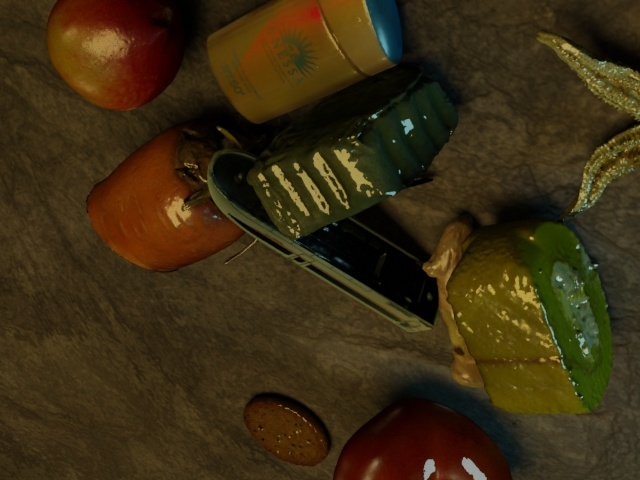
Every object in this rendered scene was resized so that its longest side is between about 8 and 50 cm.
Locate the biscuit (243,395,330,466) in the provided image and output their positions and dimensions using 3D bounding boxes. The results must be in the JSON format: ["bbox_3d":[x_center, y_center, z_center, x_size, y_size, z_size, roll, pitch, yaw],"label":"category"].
[{"bbox_3d":[-0.067,0.372,1.771,0.187,0.027,0.188,18,137,18],"label":"biscuit"}]

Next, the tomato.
[{"bbox_3d":[0.165,0.400,1.480,0.298,0.299,0.226,36,171,0],"label":"tomato"}]

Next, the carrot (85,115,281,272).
[{"bbox_3d":[-0.190,-0.065,1.327,0.331,0.193,0.214,-30,74,39],"label":"carrot"}]

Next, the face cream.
[{"bbox_3d":[-0.018,-0.248,1.147,0.285,0.067,0.139,-16,112,41],"label":"face cream"}]

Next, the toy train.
[{"bbox_3d":[0.000,0.000,1.255,0.407,0.086,0.088,33,155,-24],"label":"toy train"}]

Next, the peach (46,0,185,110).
[{"bbox_3d":[-0.263,-0.272,1.206,0.197,0.197,0.197,18,135,19],"label":"peach"}]

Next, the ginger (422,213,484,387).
[{"bbox_3d":[0.227,0.099,1.282,0.131,0.086,0.295,-15,117,8],"label":"ginger"}]

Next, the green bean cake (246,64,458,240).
[{"bbox_3d":[0.045,-0.115,1.120,0.227,0.222,0.125,-14,112,45],"label":"green bean cake"}]

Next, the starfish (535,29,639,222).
[{"bbox_3d":[0.414,-0.112,0.973,0.357,0.078,0.347,10,132,26],"label":"starfish"}]

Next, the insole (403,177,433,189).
[{"bbox_3d":[0.079,-0.064,1.214,0.053,0.152,0.002,-143,39,-74],"label":"insole"}]

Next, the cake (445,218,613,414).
[{"bbox_3d":[0.276,0.092,1.174,0.156,0.179,0.261,-10,113,35],"label":"cake"}]
